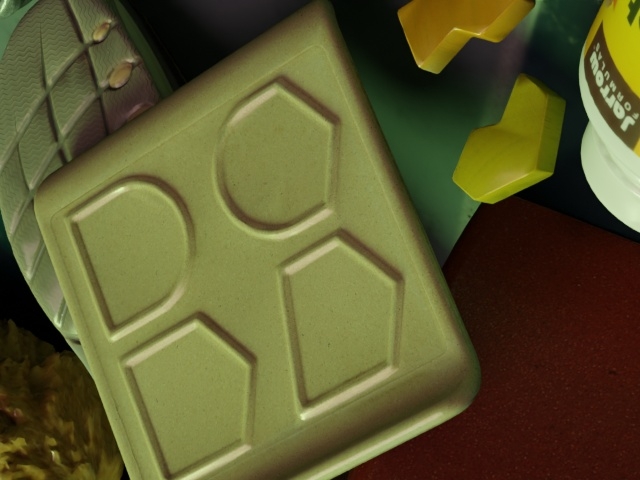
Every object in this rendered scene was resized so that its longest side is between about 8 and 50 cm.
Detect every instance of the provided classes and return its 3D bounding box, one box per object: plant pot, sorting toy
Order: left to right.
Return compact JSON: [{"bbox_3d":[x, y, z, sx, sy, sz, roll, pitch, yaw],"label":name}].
[{"bbox_3d":[0.000,0.000,0.919,0.307,0.041,0.229,-30,69,28],"label":"sorting toy"},{"bbox_3d":[0.140,0.180,0.944,0.267,0.236,0.267,23,140,27],"label":"plant pot"}]

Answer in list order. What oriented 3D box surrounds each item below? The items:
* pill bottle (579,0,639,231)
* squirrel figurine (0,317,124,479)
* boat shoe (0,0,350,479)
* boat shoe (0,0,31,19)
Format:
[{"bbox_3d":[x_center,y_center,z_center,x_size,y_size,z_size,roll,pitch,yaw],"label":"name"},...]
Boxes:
[{"bbox_3d":[0.175,-0.092,0.728,0.117,0.117,0.215,35,144,13],"label":"pill bottle"},{"bbox_3d":[-0.334,0.163,1.441,0.370,0.281,0.397,38,132,27],"label":"squirrel figurine"},{"bbox_3d":[-0.082,0.021,1.076,0.132,0.130,0.355,-21,87,24],"label":"boat shoe"},{"bbox_3d":[-0.203,-0.254,0.954,0.108,0.102,0.301,15,136,35],"label":"boat shoe"}]
